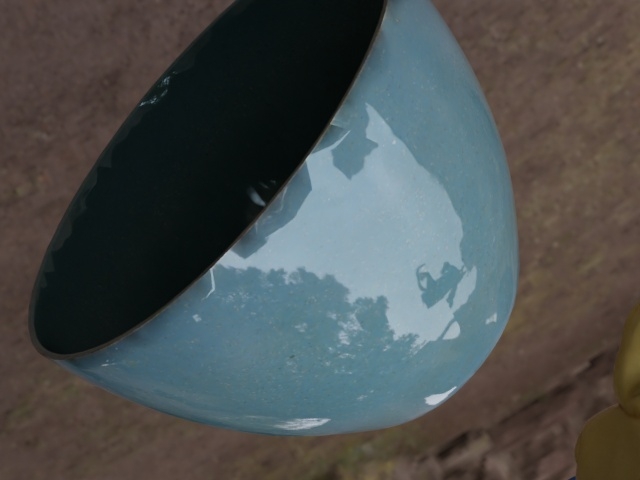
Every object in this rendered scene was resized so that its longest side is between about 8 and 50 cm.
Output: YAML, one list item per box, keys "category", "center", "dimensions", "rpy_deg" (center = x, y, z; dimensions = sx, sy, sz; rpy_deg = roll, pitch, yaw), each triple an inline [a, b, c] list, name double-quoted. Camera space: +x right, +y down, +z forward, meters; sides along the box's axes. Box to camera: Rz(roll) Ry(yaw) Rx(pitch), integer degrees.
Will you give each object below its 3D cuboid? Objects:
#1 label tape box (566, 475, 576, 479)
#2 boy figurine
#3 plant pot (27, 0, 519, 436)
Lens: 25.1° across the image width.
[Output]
- category: "label tape box"
  center: [0.366, 0.370, 1.577]
  dimensions: [0.106, 0.241, 0.334]
  rpy_deg: [-28, 161, 3]
- category: "boy figurine"
  center: [0.231, 0.178, 1.000]
  dimensions: [0.092, 0.285, 0.177]
  rpy_deg: [8, 174, -20]
- category: "plant pot"
  center: [0.000, 0.000, 0.828]
  dimensions: [0.290, 0.290, 0.195]
  rpy_deg: [-39, 116, 23]
